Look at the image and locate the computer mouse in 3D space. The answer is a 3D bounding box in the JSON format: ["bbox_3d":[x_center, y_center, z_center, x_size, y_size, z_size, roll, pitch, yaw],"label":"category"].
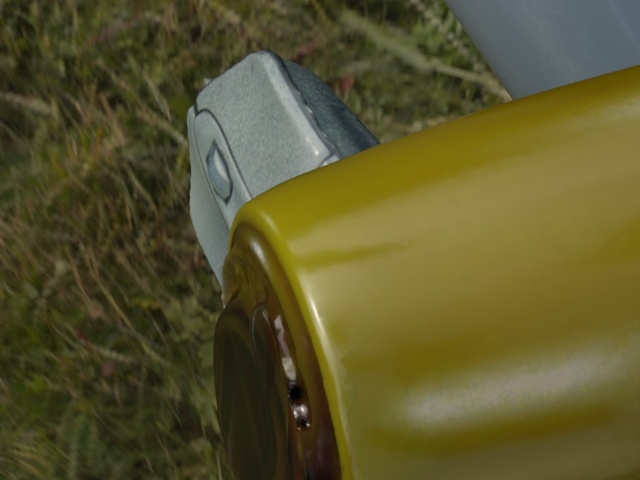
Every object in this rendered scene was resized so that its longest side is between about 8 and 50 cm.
[{"bbox_3d":[-0.003,0.002,0.807,0.068,0.113,0.229,-16,53,-44],"label":"computer mouse"}]

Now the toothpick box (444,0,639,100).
[{"bbox_3d":[0.198,-0.136,0.916,0.263,0.263,0.354,-37,94,-9],"label":"toothpick box"}]

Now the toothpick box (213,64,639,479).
[{"bbox_3d":[0.101,0.027,0.631,0.271,0.175,0.175,-13,77,-15],"label":"toothpick box"}]
